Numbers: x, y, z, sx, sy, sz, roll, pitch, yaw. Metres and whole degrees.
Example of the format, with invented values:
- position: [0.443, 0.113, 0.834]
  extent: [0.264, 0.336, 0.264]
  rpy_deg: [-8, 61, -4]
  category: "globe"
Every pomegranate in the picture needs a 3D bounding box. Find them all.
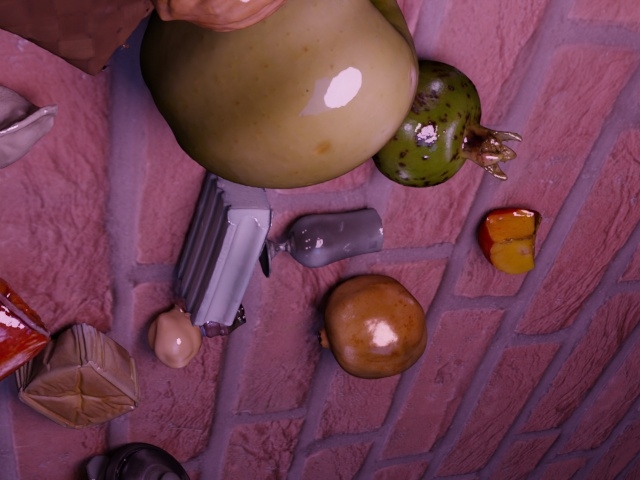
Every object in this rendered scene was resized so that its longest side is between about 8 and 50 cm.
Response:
- position: [0.190, -0.180, 1.106]
  extent: [0.211, 0.263, 0.211]
  rpy_deg: [-41, 143, -41]
  category: "pomegranate"
- position: [0.113, 0.177, 1.413]
  extent: [0.233, 0.233, 0.233]
  rpy_deg: [-11, 133, -12]
  category: "pomegranate"

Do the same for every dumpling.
- position: [-0.464, -0.150, 0.934]
  extent: [0.181, 0.155, 0.111]
  rpy_deg: [-35, 104, 22]
  category: "dumpling"

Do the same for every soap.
- position: [-0.168, 0.010, 1.195]
  extent: [0.094, 0.150, 0.262]
  rpy_deg: [3, 129, -30]
  category: "soap"

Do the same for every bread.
- position: [-0.471, 0.267, 1.335]
  extent: [0.192, 0.110, 0.210]
  rpy_deg: [-26, 134, 11]
  category: "bread"

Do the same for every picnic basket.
- position: [-0.308, -0.377, 0.718]
  extent: [0.291, 0.254, 0.321]
  rpy_deg: [-47, 137, 13]
  category: "picnic basket"

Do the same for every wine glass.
- position: [0.000, 0.000, 1.283]
  extent: [0.230, 0.103, 0.103]
  rpy_deg: [-9, 133, -17]
  category: "wine glass"

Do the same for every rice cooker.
- position: [-0.434, 0.623, 1.568]
  extent: [0.316, 0.264, 0.317]
  rpy_deg: [4, 104, 15]
  category: "rice cooker"

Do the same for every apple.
- position: [-0.049, -0.234, 0.887]
  extent: [0.356, 0.357, 0.358]
  rpy_deg: [-11, 133, -12]
  category: "apple"

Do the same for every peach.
- position: [0.394, 0.001, 1.429]
  extent: [0.151, 0.118, 0.151]
  rpy_deg: [-32, 131, -45]
  category: "peach"

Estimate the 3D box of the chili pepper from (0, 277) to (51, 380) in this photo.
- position: [-0.628, 0.149, 1.125]
  extent: [0.305, 0.229, 0.251]
  rpy_deg: [-34, 96, -7]
  category: "chili pepper"

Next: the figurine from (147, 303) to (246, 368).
- position: [-0.246, 0.172, 1.358]
  extent: [0.195, 0.108, 0.114]
  rpy_deg: [-28, 147, -21]
  category: "figurine"

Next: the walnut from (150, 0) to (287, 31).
- position: [-0.098, -0.299, 0.631]
  extent: [0.213, 0.213, 0.213]
  rpy_deg: [-11, 133, -12]
  category: "walnut"
